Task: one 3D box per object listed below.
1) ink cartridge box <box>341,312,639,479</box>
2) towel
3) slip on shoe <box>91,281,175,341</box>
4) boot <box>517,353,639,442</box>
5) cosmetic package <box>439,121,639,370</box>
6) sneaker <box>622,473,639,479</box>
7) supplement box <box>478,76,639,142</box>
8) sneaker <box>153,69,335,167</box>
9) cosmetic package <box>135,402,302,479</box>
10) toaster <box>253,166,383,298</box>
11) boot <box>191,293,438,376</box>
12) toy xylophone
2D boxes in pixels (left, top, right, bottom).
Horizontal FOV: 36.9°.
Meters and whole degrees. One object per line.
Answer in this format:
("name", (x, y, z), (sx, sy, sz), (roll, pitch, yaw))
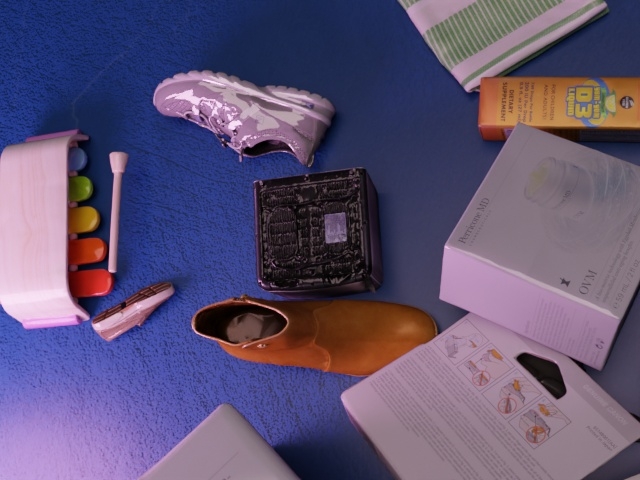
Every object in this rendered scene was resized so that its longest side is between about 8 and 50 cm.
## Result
("ink cartridge box", (0.208, 0.231, 1.195), (0.261, 0.066, 0.296), (-31, 42, -10))
("towel", (0.233, -0.398, 1.407), (0.248, 0.038, 0.325), (-32, 72, 8))
("slip on shoe", (-0.275, 0.108, 1.438), (0.135, 0.051, 0.041), (-29, 112, 0))
("boot", (0.338, 0.169, 1.238), (0.198, 0.077, 0.137), (20, 79, 18))
("cosmetic package", (0.299, 0.002, 1.209), (0.225, 0.138, 0.224), (23, 61, 20))
("sneaker", (0.370, 0.416, 1.140), (0.323, 0.130, 0.236), (-24, 69, 4))
("supplement box", (0.336, -0.179, 1.309), (0.233, 0.080, 0.078), (2, 81, 14))
("sneaker", (-0.125, -0.177, 1.422), (0.281, 0.105, 0.115), (11, 81, 17))
("cosmetic package", (-0.078, 0.464, 1.123), (0.329, 0.327, 0.393), (-41, 70, -10))
("toaster", (0.000, 0.000, 1.346), (0.168, 0.110, 0.185), (-7, 76, 15))
("boot", (-0.003, 0.122, 1.267), (0.295, 0.211, 0.104), (-3, 78, 15))
("toy xylophone", (-0.397, -0.025, 1.477), (0.236, 0.081, 0.322), (1, 78, 16))
